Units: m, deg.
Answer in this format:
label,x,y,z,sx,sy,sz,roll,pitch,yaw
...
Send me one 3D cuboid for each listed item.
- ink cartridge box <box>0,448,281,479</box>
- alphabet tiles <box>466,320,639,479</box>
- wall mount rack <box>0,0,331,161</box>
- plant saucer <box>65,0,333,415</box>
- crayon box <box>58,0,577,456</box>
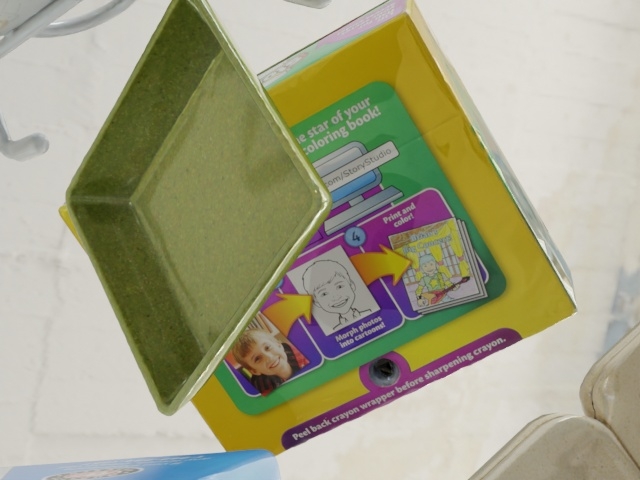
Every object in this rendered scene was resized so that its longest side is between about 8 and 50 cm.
label,x,y,z,sx,sy,sz,roll,pitch,yaw
ink cartridge box,-0.208,0.188,0.444,0.395,0.285,0.166,0,-97,-69
alphabet tiles,0.164,0.160,0.429,0.278,0.021,0.284,-40,-80,-17
wall mount rack,-0.184,-0.150,0.815,0.350,0.304,0.130,-6,-108,-60
plant saucer,-0.070,-0.023,0.758,0.045,0.188,0.188,3,-45,-41
crayon box,0.000,0.000,1.159,0.313,0.363,0.106,58,-163,-16
